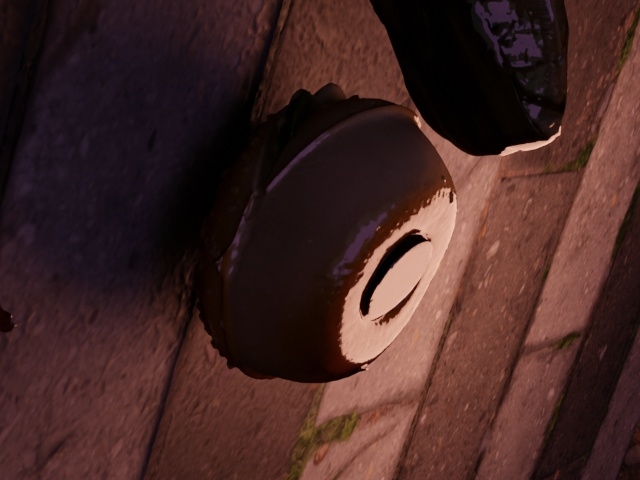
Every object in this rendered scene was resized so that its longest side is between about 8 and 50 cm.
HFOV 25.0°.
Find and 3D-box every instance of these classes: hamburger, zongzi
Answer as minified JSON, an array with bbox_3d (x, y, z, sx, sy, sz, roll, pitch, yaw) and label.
[{"bbox_3d":[0.001,0.001,1.051,0.237,0.147,0.236,-42,151,-30],"label":"hamburger"},{"bbox_3d":[0.056,-0.190,0.952,0.288,0.134,0.285,-13,96,-51],"label":"zongzi"}]

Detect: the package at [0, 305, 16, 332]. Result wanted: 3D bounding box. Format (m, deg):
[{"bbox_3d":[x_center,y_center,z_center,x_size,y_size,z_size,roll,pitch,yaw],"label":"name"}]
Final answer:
[{"bbox_3d":[-0.288,0.101,0.641,0.288,0.108,0.223,-54,138,-4],"label":"package"}]
